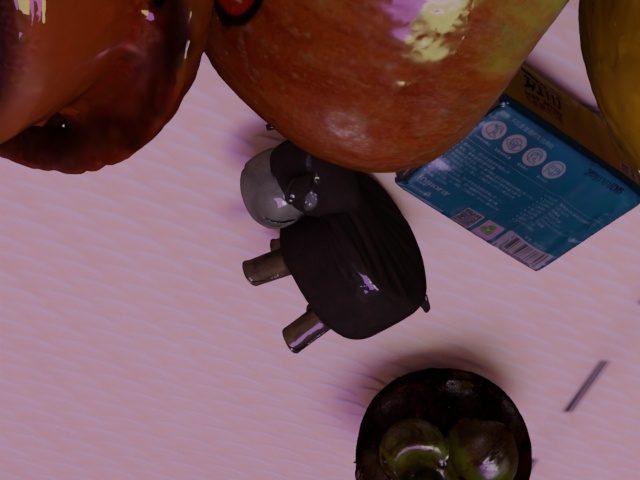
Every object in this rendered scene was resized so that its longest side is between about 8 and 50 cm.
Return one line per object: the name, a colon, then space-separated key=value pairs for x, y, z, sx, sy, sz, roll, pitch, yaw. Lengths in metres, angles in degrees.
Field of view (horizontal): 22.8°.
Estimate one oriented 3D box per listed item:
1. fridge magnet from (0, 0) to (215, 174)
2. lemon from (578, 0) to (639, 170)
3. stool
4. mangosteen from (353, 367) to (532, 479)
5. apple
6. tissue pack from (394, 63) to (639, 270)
fridge magnet: x=-0.207 y=-0.195 z=0.864 sx=0.363 sy=0.155 sz=0.363 roll=26 pitch=136 yaw=29
lemon: x=0.302 y=-0.137 z=0.983 sx=0.297 sy=0.297 sz=0.297 roll=-3 pitch=140 yaw=-3
stool: x=0.000 y=0.000 z=1.244 sx=0.121 sy=0.125 sz=0.217 roll=-25 pitch=127 yaw=24
mangosteen: x=0.118 y=0.200 z=1.445 sx=0.172 sy=0.184 sz=0.172 roll=-2 pitch=96 yaw=-18
apple: x=0.035 y=-0.201 z=0.906 sx=0.250 sy=0.277 sz=0.309 roll=31 pitch=113 yaw=1
tissue pack: x=0.147 y=-0.065 z=1.209 sx=0.169 sy=0.082 sz=0.120 roll=29 pitch=128 yaw=-34
